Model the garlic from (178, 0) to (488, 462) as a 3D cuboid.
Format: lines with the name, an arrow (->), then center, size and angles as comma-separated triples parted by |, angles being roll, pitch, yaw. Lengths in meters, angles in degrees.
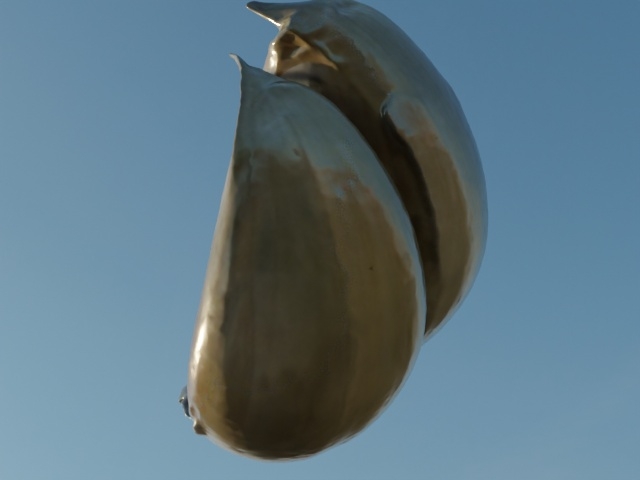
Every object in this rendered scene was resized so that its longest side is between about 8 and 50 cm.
garlic -> 0.000, 0.000, 0.706 | 0.286, 0.249, 0.313 | -9, -54, -44
